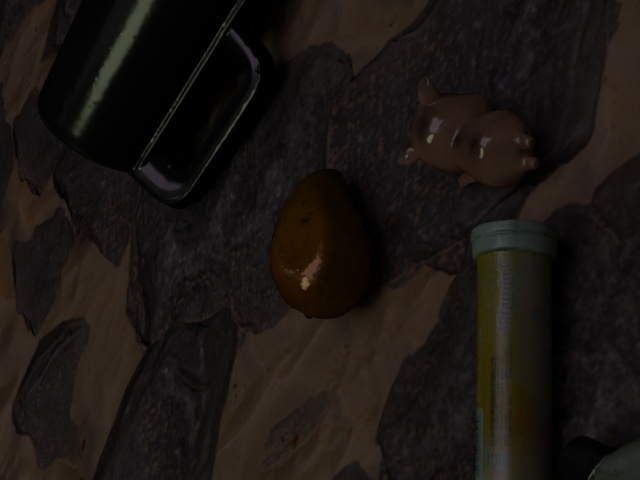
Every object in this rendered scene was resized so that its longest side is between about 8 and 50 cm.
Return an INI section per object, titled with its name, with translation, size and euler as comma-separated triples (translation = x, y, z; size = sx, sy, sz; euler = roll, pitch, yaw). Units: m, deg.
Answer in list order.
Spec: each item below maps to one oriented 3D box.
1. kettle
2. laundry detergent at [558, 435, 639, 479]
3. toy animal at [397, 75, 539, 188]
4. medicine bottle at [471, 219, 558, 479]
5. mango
[kettle]
translation = -0.181, -0.235, 1.433
size = 0.308, 0.262, 0.203
euler = -56, 5, 23
[laundry detergent]
translation = 0.254, 0.193, 0.795
size = 0.225, 0.070, 0.099
euler = 22, 100, 51
[toy animal]
translation = 0.137, -0.093, 1.041
size = 0.150, 0.089, 0.083
euler = 19, 87, 43
[medicine bottle]
translation = 0.159, 0.096, 0.951
size = 0.074, 0.074, 0.218
euler = -14, 67, 47
[mango]
translation = -0.004, 0.006, 1.165
size = 0.115, 0.089, 0.165
euler = -47, 42, 25
